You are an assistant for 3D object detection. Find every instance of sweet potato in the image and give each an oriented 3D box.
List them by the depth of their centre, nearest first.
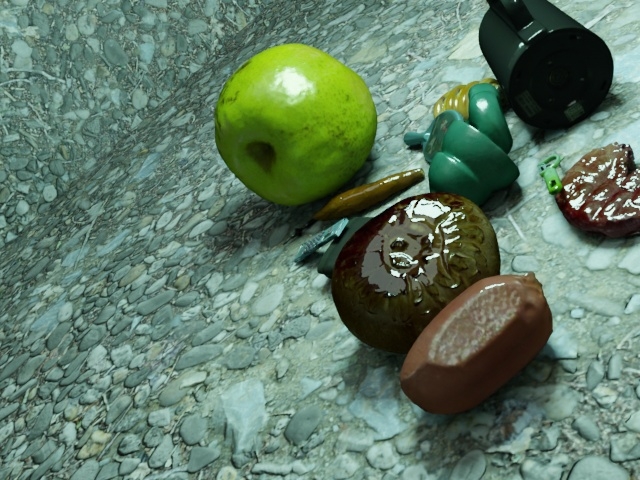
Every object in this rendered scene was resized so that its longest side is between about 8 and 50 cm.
[{"bbox_3d":[0.102,-0.097,1.667,0.264,0.057,0.057,-21,32,16],"label":"sweet potato"}]

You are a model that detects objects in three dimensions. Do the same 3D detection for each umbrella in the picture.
[{"bbox_3d":[-0.031,-0.035,1.747,0.148,0.022,0.022,-39,6,-20],"label":"umbrella"}]

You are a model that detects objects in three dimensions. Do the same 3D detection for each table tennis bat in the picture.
[{"bbox_3d":[0.249,-0.226,1.694,0.201,0.033,0.124,11,83,62],"label":"table tennis bat"}]

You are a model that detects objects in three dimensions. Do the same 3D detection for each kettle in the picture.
[{"bbox_3d":[0.416,-0.393,1.565,0.308,0.262,0.203,-98,31,-56],"label":"kettle"}]

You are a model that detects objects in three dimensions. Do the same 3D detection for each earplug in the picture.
[{"bbox_3d":[0.292,-0.179,1.490,0.280,0.164,0.257,-51,25,-7],"label":"earplug"}]

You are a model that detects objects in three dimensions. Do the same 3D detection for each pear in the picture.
[{"bbox_3d":[-0.045,-0.275,1.779,0.391,0.391,0.391,-25,31,16],"label":"pear"}]

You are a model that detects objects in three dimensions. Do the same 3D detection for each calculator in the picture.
[{"bbox_3d":[0.000,0.000,1.604,0.172,0.018,0.057,-32,22,52],"label":"calculator"}]

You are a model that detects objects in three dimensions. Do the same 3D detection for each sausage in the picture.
[{"bbox_3d":[0.228,0.147,1.102,0.254,0.148,0.148,-42,30,-8],"label":"sausage"}]

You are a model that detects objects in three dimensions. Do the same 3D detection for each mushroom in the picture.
[{"bbox_3d":[0.153,0.044,1.269,0.297,0.163,0.278,-42,41,-8],"label":"mushroom"}]

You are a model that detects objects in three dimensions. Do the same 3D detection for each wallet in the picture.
[{"bbox_3d":[0.122,0.020,1.486,0.245,0.052,0.169,5,49,43],"label":"wallet"}]

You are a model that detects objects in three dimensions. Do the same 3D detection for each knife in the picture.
[{"bbox_3d":[0.413,-0.119,1.351,0.054,0.015,0.212,-33,10,21],"label":"knife"}]

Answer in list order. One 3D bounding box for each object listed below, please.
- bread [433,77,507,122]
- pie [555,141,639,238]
[{"bbox_3d":[0.328,-0.300,1.703,0.177,0.084,0.119,-5,40,48],"label":"bread"},{"bbox_3d":[0.494,-0.086,1.257,0.204,0.054,0.218,-38,32,-6],"label":"pie"}]
